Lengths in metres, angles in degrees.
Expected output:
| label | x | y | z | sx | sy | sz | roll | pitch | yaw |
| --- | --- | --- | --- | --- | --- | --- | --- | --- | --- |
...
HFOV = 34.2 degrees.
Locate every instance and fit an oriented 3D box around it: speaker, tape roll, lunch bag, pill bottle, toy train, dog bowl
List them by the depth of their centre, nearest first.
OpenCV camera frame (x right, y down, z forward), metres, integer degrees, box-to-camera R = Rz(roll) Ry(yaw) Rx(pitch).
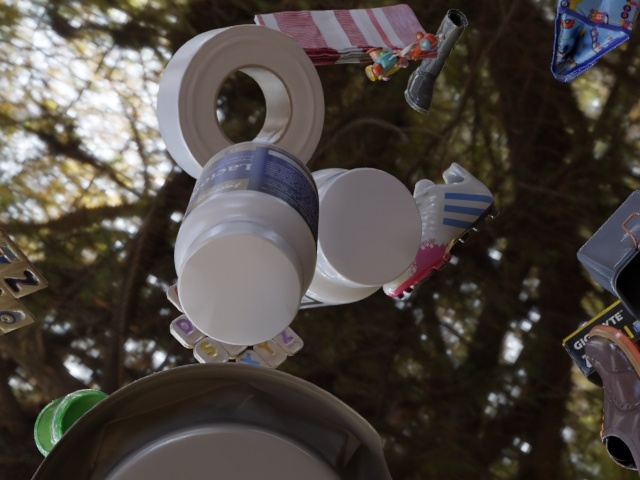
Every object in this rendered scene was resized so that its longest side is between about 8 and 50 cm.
| label | x | y | z | sx | sy | sz | roll | pitch | yaw |
| --- | --- | --- | --- | --- | --- | --- | --- | --- | --- |
| dog bowl | -0.082 | 0.278 | 0.871 | 0.349 | 0.348 | 0.102 | -55 | -1 | -10 |
| pill bottle | -0.078 | -0.001 | 1.141 | 0.265 | 0.153 | 0.153 | -90 | 15 | -67 |
| pill bottle | 0.000 | 0.000 | 1.638 | 0.210 | 0.363 | 0.210 | 3 | -97 | -24 |
| toy train | 0.131 | -0.313 | 1.710 | 0.125 | 0.046 | 0.166 | -35 | -3 | 24 |
| tape roll | -0.135 | -0.230 | 1.803 | 0.286 | 0.100 | 0.286 | -3 | -83 | -29 |
| speaker | -0.437 | 0.338 | 1.866 | 0.131 | 0.131 | 0.296 | -46 | 8 | -24 |
| lunch bag | 0.498 | -0.434 | 1.912 | 0.293 | 0.138 | 0.221 | 92 | -160 | -78 |

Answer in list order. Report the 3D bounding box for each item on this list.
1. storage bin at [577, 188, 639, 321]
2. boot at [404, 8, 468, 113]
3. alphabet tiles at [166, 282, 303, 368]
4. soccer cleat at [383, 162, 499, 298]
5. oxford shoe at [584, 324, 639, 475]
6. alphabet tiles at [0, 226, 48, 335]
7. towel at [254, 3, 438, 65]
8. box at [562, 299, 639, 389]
| label | x | y | z | sx | sy | sz | roll | pitch | yaw |
| --- | --- | --- | --- | --- | --- | --- | --- | --- | --- |
| storage bin | 0.347 | 0.004 | 1.133 | 0.135 | 0.091 | 0.098 | -47 | -60 | -4 |
| boot | 0.281 | -0.426 | 2.475 | 0.208 | 0.076 | 0.190 | -51 | 25 | 36 |
| alphabet tiles | -0.178 | 0.163 | 2.197 | 0.284 | 0.278 | 0.021 | -34 | -19 | -43 |
| soccer cleat | 0.189 | -0.023 | 1.870 | 0.331 | 0.143 | 0.116 | -40 | -2 | -40 |
| oxford shoe | 0.320 | 0.171 | 1.082 | 0.098 | 0.097 | 0.271 | -43 | 16 | 8 |
| alphabet tiles | -0.592 | 0.068 | 1.524 | 0.342 | 0.011 | 0.285 | -20 | -48 | 11 |
| towel | 0.049 | -0.417 | 2.081 | 0.328 | 0.237 | 0.037 | -6 | -56 | -12 |
| box | 0.561 | 0.155 | 1.656 | 0.257 | 0.079 | 0.322 | -41 | -38 | 16 |
